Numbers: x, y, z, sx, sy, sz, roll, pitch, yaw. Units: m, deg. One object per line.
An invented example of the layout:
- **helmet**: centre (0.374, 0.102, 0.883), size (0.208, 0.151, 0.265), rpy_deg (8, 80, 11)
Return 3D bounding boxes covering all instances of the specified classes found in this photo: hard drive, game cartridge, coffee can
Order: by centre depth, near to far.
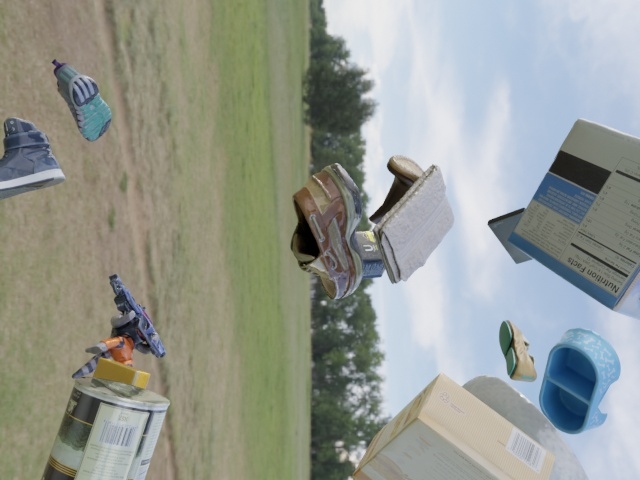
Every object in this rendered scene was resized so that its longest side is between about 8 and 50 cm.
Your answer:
- **coffee can**: centre (-0.447, 0.442, 1.209), size (0.201, 0.201, 0.275), rpy_deg (101, 5, -80)
- **hard drive**: centre (0.463, -0.010, 1.370), size (0.135, 0.094, 0.022), rpy_deg (48, 44, -20)
- **game cartridge**: centre (-0.566, 0.483, 1.541), size (0.285, 0.052, 0.324), rpy_deg (-3, -112, 52)

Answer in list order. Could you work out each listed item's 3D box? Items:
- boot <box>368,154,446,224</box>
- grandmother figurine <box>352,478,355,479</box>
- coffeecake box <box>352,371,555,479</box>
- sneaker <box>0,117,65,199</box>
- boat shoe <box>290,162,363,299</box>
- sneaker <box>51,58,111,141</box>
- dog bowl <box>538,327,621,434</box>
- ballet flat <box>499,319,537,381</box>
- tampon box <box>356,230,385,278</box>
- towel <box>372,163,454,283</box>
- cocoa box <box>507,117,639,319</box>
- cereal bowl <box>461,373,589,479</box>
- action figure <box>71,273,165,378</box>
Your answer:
- **boot**: centre (0.207, -0.114, 1.599), size (0.207, 0.248, 0.090), rpy_deg (-41, -130, 25)
- **grandmother figurine**: centre (-0.006, 0.571, 1.162), size (0.208, 0.342, 0.104), rpy_deg (54, 4, 22)
- **coffeecake box**: centre (0.137, 0.250, 0.650), size (0.068, 0.142, 0.185), rpy_deg (-48, 170, -42)
- **sneaker**: centre (-0.710, -0.180, 1.312), size (0.086, 0.226, 0.163), rpy_deg (-20, -89, 58)
- **boat shoe**: centre (0.000, 0.000, 1.088), size (0.122, 0.119, 0.324), rpy_deg (50, -22, 37)
- **sneaker**: centre (-0.540, -0.317, 1.334), size (0.083, 0.098, 0.224), rpy_deg (-44, 171, -25)
- **dog bowl**: centre (0.644, 0.365, 1.496), size (0.166, 0.074, 0.297), rpy_deg (33, -49, 44)
- **ballet flat**: centre (0.518, 0.294, 1.551), size (0.232, 0.073, 0.080), rpy_deg (-70, 175, -61)
- **tampon box**: centre (0.116, 0.046, 1.840), size (0.101, 0.161, 0.120), rpy_deg (110, -31, -45)
- **towel**: centre (0.239, -0.039, 1.462), size (0.282, 0.049, 0.187), rpy_deg (-47, 132, -28)
- **cocoa box**: centre (0.526, -0.003, 0.933), size (0.228, 0.347, 0.231), rpy_deg (-63, -147, 14)
- **cereal bowl**: centre (0.350, 0.438, 1.134), size (0.339, 0.141, 0.339), rpy_deg (54, -17, 24)
- **action figure**: centre (-0.647, 0.287, 1.861), size (0.330, 0.178, 0.341), rpy_deg (-76, 148, -64)
